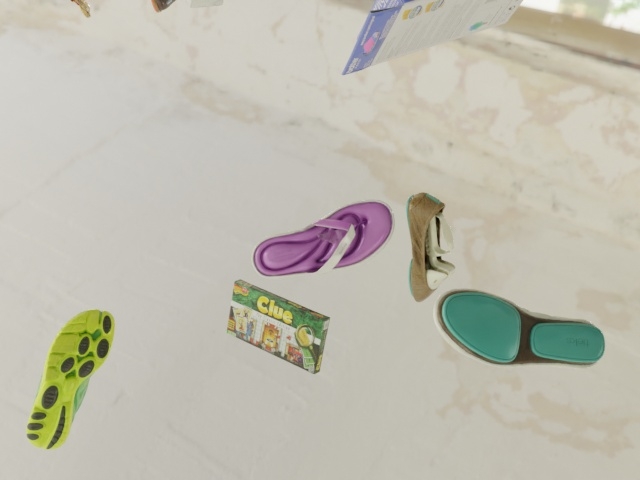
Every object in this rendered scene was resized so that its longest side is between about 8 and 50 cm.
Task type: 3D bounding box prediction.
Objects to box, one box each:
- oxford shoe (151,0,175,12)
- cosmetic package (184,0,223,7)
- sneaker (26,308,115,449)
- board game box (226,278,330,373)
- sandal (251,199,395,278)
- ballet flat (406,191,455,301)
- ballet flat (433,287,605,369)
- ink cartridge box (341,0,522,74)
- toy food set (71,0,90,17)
[{"bbox_3d":[-0.408,-0.752,2.512,0.098,0.097,0.271,2,-130,21],"label":"oxford shoe"},{"bbox_3d":[-0.280,-0.747,1.902,0.097,0.377,0.284,-15,-128,-36],"label":"cosmetic package"},{"bbox_3d":[-0.498,0.260,1.717,0.109,0.296,0.123,25,-175,-18],"label":"sneaker"},{"bbox_3d":[-0.101,0.194,1.996,0.259,0.136,0.030,20,-163,30],"label":"board game box"},{"bbox_3d":[0.006,0.014,2.359,0.416,0.170,0.102,-22,176,12],"label":"sandal"},{"bbox_3d":[0.306,0.032,2.382,0.124,0.343,0.116,14,-149,34],"label":"ballet flat"},{"bbox_3d":[0.370,0.187,1.719,0.400,0.139,0.139,12,-152,-22],"label":"ballet flat"},{"bbox_3d":[0.177,-0.353,1.311,0.311,0.186,0.065,-23,-100,-17],"label":"ink cartridge box"},{"bbox_3d":[-0.556,-0.551,1.995,0.020,0.083,0.083,-38,-123,7],"label":"toy food set"}]
